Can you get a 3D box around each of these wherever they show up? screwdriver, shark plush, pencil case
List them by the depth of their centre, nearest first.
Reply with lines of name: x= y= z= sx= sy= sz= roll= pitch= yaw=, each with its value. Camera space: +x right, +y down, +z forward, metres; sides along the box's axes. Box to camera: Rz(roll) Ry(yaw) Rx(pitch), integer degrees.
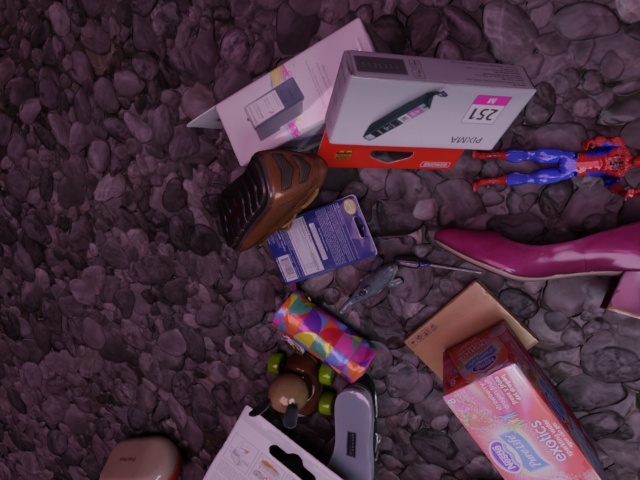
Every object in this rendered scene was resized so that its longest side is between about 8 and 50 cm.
screwdriver: x=0.230 y=0.047 z=0.885 sx=0.169 sy=0.024 sz=0.025 roll=3 pitch=75 yaw=13
shark plush: x=0.092 y=0.091 z=0.918 sx=0.161 sy=0.067 sz=0.073 roll=-30 pitch=92 yaw=24
pencil case: x=0.007 y=0.198 z=0.961 sx=0.236 sy=0.104 sz=0.104 roll=37 pitch=113 yaw=8

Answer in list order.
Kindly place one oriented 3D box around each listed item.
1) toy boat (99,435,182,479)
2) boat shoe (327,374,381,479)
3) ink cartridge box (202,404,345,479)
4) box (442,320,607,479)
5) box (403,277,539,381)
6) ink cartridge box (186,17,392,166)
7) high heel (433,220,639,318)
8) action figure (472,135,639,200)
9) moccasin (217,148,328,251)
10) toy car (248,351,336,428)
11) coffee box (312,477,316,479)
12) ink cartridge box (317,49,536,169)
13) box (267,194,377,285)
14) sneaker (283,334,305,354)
toy boat: x=-0.476 y=0.638 z=1.243 sx=0.230 sy=0.151 sz=0.151 roll=-14 pitch=128 yaw=23
boat shoe: x=0.075 y=0.448 z=0.993 sx=0.113 sy=0.105 sz=0.307 roll=3 pitch=100 yaw=23
ink cartridge box: x=-0.113 y=0.587 z=1.014 sx=0.308 sy=0.091 sz=0.385 roll=32 pitch=106 yaw=14
box: x=0.363 y=0.324 z=0.813 sx=0.142 sy=0.154 sz=0.300 roll=-35 pitch=96 yaw=23
box: x=0.293 y=0.199 z=0.895 sx=0.164 sy=0.021 sz=0.201 roll=45 pitch=113 yaw=5
ink cartridge box: x=-0.037 y=-0.231 z=0.810 sx=0.353 sy=0.207 sz=0.119 roll=-22 pitch=93 yaw=24
high heel: x=0.398 y=-0.006 z=0.773 sx=0.376 sy=0.127 sz=0.182 roll=18 pitch=92 yaw=13
action figure: x=0.392 y=-0.117 z=0.723 sx=0.280 sy=0.139 sz=0.092 roll=-1 pitch=104 yaw=18
moccasin: x=-0.102 y=-0.073 z=0.852 sx=0.380 sy=0.146 sz=0.139 roll=-40 pitch=66 yaw=59
toy car: x=-0.066 y=0.342 z=0.972 sx=0.154 sy=0.188 sz=0.149 roll=5 pitch=104 yaw=19
coffee box: x=0.039 y=0.668 z=1.094 sx=0.184 sy=0.040 sz=0.113 roll=33 pitch=112 yaw=10
ink cartridge box: x=0.141 y=-0.168 z=0.699 sx=0.274 sy=0.060 sz=0.239 roll=-1 pitch=149 yaw=-14
box: x=0.000 y=0.000 z=0.946 sx=0.225 sy=0.036 sz=0.137 roll=-19 pitch=96 yaw=25
sneaker: x=-0.056 y=0.223 z=1.027 sx=0.083 sy=0.035 sz=0.031 roll=50 pitch=137 yaw=25
